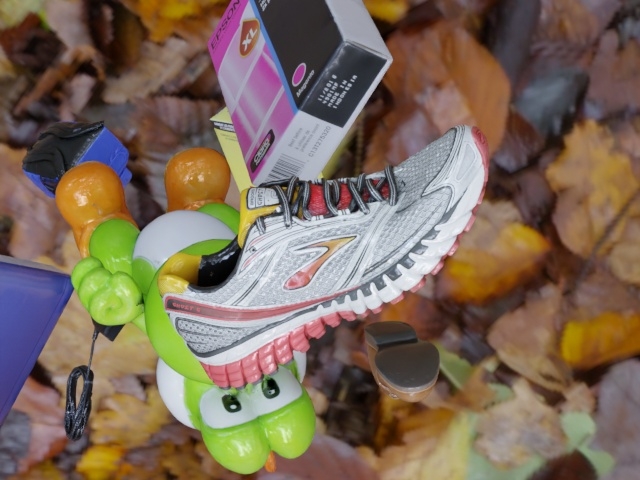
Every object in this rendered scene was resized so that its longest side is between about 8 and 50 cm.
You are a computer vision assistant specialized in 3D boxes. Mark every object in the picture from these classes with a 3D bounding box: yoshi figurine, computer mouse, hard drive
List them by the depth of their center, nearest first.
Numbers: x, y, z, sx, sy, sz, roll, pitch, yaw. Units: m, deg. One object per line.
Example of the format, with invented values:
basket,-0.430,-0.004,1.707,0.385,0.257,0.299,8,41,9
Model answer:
yoshi figurine,-0.098,0.025,1.129,0.203,0.203,0.362,-49,38,10
hard drive,-0.325,0.111,1.255,0.040,0.319,0.210,28,89,8
computer mouse,-0.233,0.113,1.530,0.071,0.041,0.242,48,124,51

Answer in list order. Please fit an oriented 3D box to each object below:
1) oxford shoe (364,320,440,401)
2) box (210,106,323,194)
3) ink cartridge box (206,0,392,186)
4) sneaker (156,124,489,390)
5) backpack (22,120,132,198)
oxford shoe,0.097,0.156,1.635,0.076,0.212,0.076,-5,102,-4
box,-0.045,-0.064,1.619,0.058,0.232,0.087,17,47,41
ink cartridge box,-0.037,-0.214,1.447,0.176,0.069,0.371,-56,28,25
sneaker,0.000,0.000,0.816,0.225,0.088,0.093,-33,109,16
backpack,-0.302,-0.087,1.720,0.120,0.101,0.098,13,57,42
